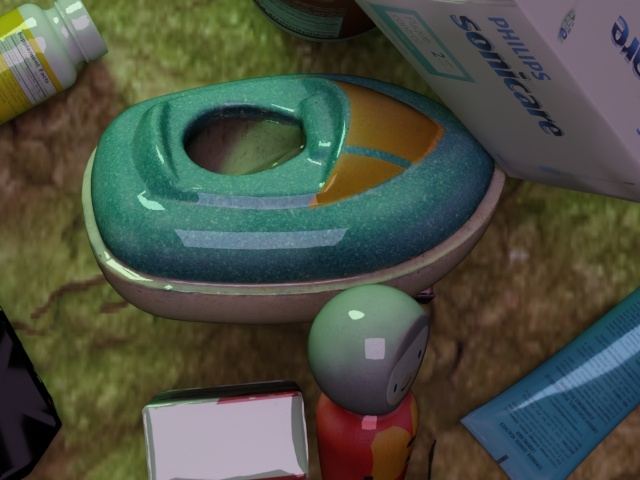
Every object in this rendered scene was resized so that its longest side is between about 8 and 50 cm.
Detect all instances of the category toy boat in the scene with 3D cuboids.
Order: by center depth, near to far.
[{"bbox_3d":[0.000,0.000,0.888,0.267,0.148,0.318,-9,45,-10],"label":"toy boat"}]

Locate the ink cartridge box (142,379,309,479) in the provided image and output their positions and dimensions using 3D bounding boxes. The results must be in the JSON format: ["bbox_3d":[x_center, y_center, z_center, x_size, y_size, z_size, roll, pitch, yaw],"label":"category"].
[{"bbox_3d":[-0.060,0.124,0.965,0.099,0.135,0.056,-5,88,-3],"label":"ink cartridge box"}]

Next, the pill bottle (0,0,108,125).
[{"bbox_3d":[-0.206,-0.120,1.017,0.116,0.065,0.065,-29,86,-6],"label":"pill bottle"}]

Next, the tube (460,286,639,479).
[{"bbox_3d":[0.199,0.086,1.026,0.207,0.052,0.080,-41,83,0],"label":"tube"}]

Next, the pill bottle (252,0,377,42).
[{"bbox_3d":[0.007,-0.195,0.958,0.121,0.216,0.121,0,85,-2],"label":"pill bottle"}]

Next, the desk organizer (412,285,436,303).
[{"bbox_3d":[0.011,0.018,1.023,0.130,0.047,0.050,-1,82,-3],"label":"desk organizer"}]

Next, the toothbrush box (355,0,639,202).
[{"bbox_3d":[0.171,-0.201,0.869,0.126,0.216,0.295,14,71,42],"label":"toothbrush box"}]

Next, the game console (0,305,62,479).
[{"bbox_3d":[-0.344,0.037,1.006,0.213,0.044,0.361,-30,86,-5],"label":"game console"}]
